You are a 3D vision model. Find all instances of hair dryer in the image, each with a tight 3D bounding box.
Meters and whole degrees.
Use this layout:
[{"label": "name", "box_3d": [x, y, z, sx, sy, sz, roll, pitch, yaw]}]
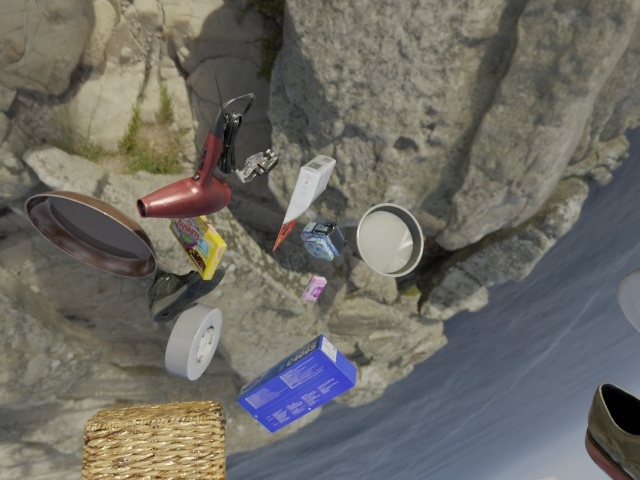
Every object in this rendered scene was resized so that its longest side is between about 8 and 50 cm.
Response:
[{"label": "hair dryer", "box_3d": [-0.223, -0.140, 0.859, 0.293, 0.080, 0.223, -43, 151, -10]}]

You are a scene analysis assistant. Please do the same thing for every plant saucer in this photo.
[{"label": "plant saucer", "box_3d": [-0.523, -0.017, 1.060, 0.310, 0.050, 0.310, 11, 146, 8]}]

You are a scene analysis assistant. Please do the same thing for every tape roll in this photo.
[{"label": "tape roll", "box_3d": [-0.371, 0.297, 1.342, 0.072, 0.219, 0.219, 15, 140, 8]}]

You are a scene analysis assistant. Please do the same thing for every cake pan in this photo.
[{"label": "cake pan", "box_3d": [0.266, 0.001, 1.780, 0.293, 0.293, 0.054, -17, 176, -22]}]

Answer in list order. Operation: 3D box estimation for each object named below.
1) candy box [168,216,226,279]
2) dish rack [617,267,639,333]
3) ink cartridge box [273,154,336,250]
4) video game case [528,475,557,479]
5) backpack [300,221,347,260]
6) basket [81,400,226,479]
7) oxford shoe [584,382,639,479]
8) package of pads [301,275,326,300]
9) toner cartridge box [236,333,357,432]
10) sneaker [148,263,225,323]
[{"label": "candy box", "box_3d": [-0.301, -0.011, 1.093, 0.027, 0.206, 0.105, 2, 126, -49]}, {"label": "dish rack", "box_3d": [0.406, 0.099, 0.271, 0.072, 0.333, 0.285, -43, -179, -23]}, {"label": "ink cartridge box", "box_3d": [-0.039, -0.094, 1.161, 0.189, 0.066, 0.232, -57, 165, -67]}, {"label": "video game case", "box_3d": [0.568, 0.751, 1.311, 0.244, 0.061, 0.269, -19, 142, 15]}, {"label": "backpack", "box_3d": [0.000, 0.000, 1.274, 0.084, 0.114, 0.105, -56, 136, -24]}, {"label": "basket", "box_3d": [-0.369, 0.498, 1.029, 0.299, 0.223, 0.213, 0, 170, -16]}, {"label": "oxford shoe", "box_3d": [0.501, 0.323, 0.604, 0.123, 0.348, 0.130, -16, 107, -14]}, {"label": "package of pads", "box_3d": [-0.020, 0.152, 1.446, 0.050, 0.032, 0.083, 14, 115, -38]}, {"label": "toner cartridge box", "box_3d": [-0.074, 0.438, 1.365, 0.348, 0.075, 0.165, -37, 103, 22]}, {"label": "sneaker", "box_3d": [-0.369, 0.109, 1.215, 0.227, 0.130, 0.087, -36, 146, 3]}]
